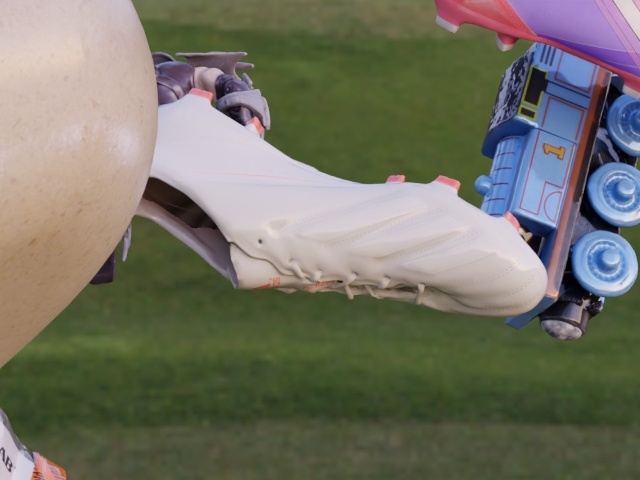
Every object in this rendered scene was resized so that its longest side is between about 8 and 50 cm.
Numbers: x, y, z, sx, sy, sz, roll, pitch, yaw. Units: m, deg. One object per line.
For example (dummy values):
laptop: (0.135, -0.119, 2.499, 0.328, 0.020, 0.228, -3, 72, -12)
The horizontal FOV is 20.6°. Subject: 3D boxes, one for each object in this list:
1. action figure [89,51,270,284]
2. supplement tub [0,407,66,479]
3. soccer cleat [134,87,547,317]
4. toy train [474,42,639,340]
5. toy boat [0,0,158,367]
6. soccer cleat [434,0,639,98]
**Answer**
action figure: (-0.139, -0.080, 1.409, 0.185, 0.099, 0.285, -18, 24, 10)
supplement tub: (-0.365, 0.157, 1.244, 0.338, 0.207, 0.207, 30, -2, -15)
soccer cleat: (0.000, 0.000, 0.765, 0.196, 0.068, 0.076, 22, 55, 10)
toy train: (0.146, -0.031, 1.087, 0.105, 0.184, 0.080, 20, -23, -6)
toy boat: (-0.200, -0.016, 0.529, 0.267, 0.148, 0.318, -40, -18, 30)
soccer cleat: (0.183, -0.138, 1.014, 0.248, 0.095, 0.083, 17, 32, -3)
